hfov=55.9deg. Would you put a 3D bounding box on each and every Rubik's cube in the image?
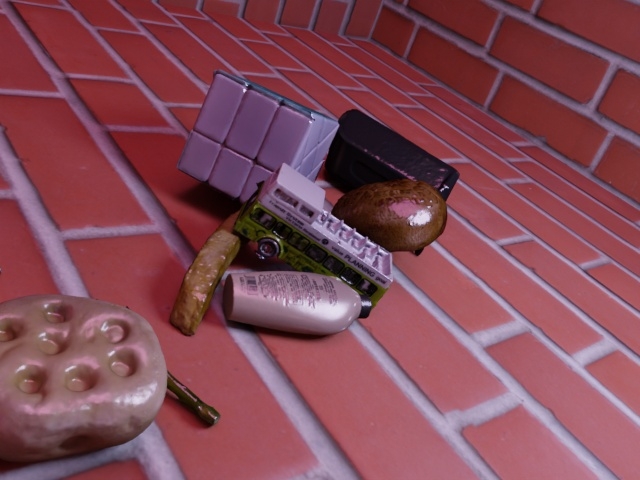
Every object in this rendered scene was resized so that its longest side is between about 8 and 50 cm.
[{"bbox_3d":[-0.121,-0.197,1.260,0.224,0.221,0.231,28,13,11],"label":"Rubik's cube"}]

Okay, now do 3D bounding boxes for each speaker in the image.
[{"bbox_3d":[0.154,-0.149,1.464,0.388,0.180,0.184,36,37,23],"label":"speaker"}]

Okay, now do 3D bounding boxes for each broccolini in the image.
[{"bbox_3d":[-0.235,0.171,0.829,0.254,0.071,0.057,38,-9,16],"label":"broccolini"}]

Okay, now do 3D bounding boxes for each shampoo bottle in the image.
[{"bbox_3d":[-0.031,0.103,1.013,0.256,0.078,0.127,6,37,-22],"label":"shampoo bottle"}]

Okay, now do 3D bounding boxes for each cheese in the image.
[{"bbox_3d":[-0.300,0.162,0.702,0.235,0.117,0.218,26,32,13],"label":"cheese"}]

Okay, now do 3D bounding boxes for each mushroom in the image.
[{"bbox_3d":[0.137,-0.047,1.249,0.253,0.153,0.253,-10,7,1],"label":"mushroom"}]

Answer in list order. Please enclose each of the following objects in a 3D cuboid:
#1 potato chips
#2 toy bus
[{"bbox_3d":[-0.169,0.017,1.073,0.057,0.080,0.407,13,28,6],"label":"potato chips"},{"bbox_3d":[0.000,0.000,1.099,0.301,0.139,0.113,34,27,-14],"label":"toy bus"}]
